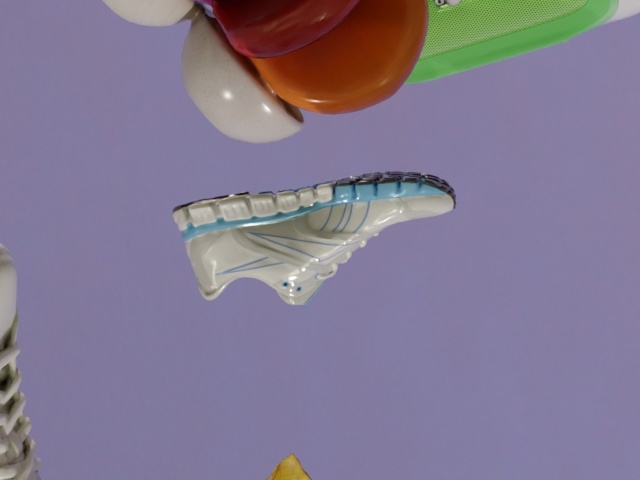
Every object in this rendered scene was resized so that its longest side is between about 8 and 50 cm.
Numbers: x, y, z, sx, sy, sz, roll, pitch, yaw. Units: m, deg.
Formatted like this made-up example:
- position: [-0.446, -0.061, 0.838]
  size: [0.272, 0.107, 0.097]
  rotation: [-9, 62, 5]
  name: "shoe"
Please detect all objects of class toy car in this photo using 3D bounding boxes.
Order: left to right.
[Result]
- position: [-0.022, -0.135, 0.570]
  size: [0.159, 0.136, 0.182]
  rotation: [-39, -81, 11]
  name: "toy car"

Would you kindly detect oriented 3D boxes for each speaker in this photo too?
- position: [0.116, -0.200, 0.948]
  size: [0.296, 0.131, 0.131]
  rotation: [-13, -126, 31]
  name: "speaker"

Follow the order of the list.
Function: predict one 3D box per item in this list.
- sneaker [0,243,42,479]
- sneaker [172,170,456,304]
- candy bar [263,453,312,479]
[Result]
- position: [-0.218, 0.140, 0.836]
  size: [0.123, 0.290, 0.106]
  rotation: [17, -162, 9]
  name: "sneaker"
- position: [0.000, 0.000, 0.851]
  size: [0.191, 0.071, 0.083]
  rotation: [-9, -86, 5]
  name: "sneaker"
- position: [-0.064, 0.188, 0.702]
  size: [0.161, 0.018, 0.040]
  rotation: [-41, -84, -8]
  name: "candy bar"
